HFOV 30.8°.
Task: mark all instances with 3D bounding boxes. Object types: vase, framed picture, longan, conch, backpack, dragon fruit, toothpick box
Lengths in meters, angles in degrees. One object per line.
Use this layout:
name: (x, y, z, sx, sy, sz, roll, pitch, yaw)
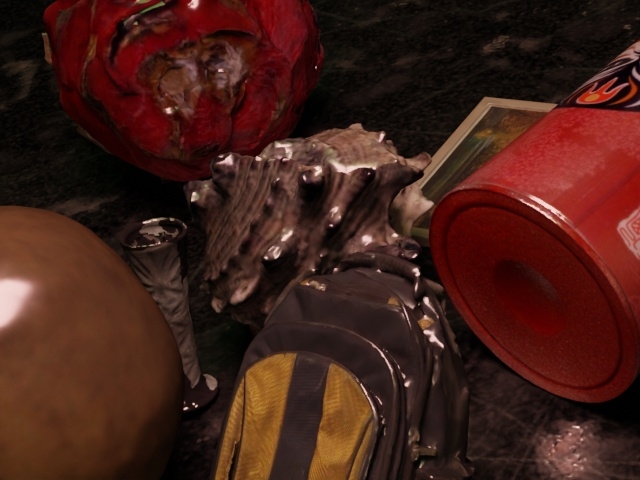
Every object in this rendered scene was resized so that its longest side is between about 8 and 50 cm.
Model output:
vase: (-0.129, 0.066, 1.007, 0.059, 0.167, 0.059, -6, 25, 3)
framed picture: (0.189, -0.068, 1.180, 0.184, 0.016, 0.250, 12, 45, 37)
longan: (-0.251, 0.117, 0.904, 0.297, 0.297, 0.297, -12, 35, 9)
conch: (0.004, -0.013, 1.015, 0.240, 0.186, 0.313, -33, -1, -8)
backpack: (0.018, 0.134, 0.821, 0.206, 0.258, 0.133, 9, -1, 38)
dragon fruit: (-0.149, -0.218, 1.291, 0.329, 0.329, 0.329, -12, 35, 9)
toothpick box: (0.273, -0.047, 0.953, 0.333, 0.204, 0.204, -38, 39, -25)
